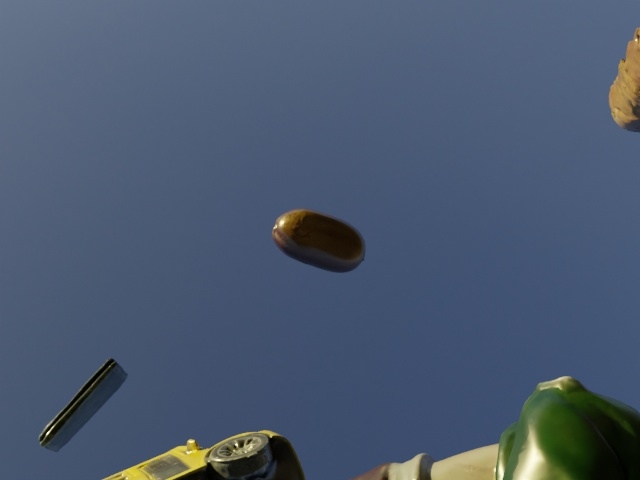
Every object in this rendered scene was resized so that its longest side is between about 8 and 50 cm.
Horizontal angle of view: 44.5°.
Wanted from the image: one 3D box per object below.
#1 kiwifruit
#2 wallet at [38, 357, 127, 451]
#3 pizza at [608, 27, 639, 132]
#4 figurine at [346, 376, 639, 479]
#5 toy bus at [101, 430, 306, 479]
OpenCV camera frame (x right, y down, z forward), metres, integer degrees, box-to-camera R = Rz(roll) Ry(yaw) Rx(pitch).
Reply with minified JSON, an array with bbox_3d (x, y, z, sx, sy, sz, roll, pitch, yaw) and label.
[{"bbox_3d":[0.000,0.000,1.003,0.124,0.075,0.075,21,-124,-9],"label":"kiwifruit"},{"bbox_3d":[-0.295,0.204,0.972,0.026,0.088,0.129,38,-108,9],"label":"wallet"},{"bbox_3d":[0.341,-0.284,0.601,0.080,0.435,0.392,27,-163,16],"label":"pizza"},{"bbox_3d":[0.174,0.110,0.302,0.281,0.369,0.167,67,-155,-3],"label":"figurine"},{"bbox_3d":[-0.172,0.284,0.709,0.330,0.152,0.144,-17,-82,-27],"label":"toy bus"}]
